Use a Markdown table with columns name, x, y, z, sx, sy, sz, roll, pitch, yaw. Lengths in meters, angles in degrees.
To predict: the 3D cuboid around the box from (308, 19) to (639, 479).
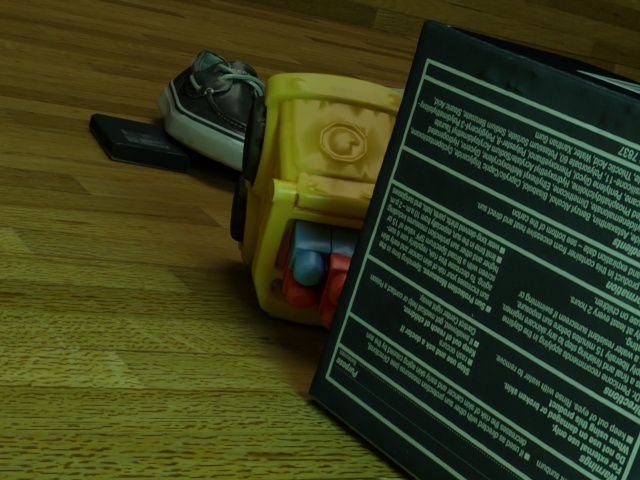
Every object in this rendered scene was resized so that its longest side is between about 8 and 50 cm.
| name | x | y | z | sx | sy | sz | roll | pitch | yaw |
| --- | --- | --- | --- | --- | --- | --- | --- | --- | --- |
| box | 0.177 | 0.039 | 0.862 | 0.183 | 0.294 | 0.296 | 6 | 19 | -41 |

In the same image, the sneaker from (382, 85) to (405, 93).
| name | x | y | z | sx | sy | sz | roll | pitch | yaw |
| --- | --- | --- | --- | --- | --- | --- | --- | --- | --- |
| sneaker | 0.027 | -0.139 | 1.685 | 0.295 | 0.124 | 0.178 | 5 | 20 | 28 |

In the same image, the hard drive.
| name | x | y | z | sx | sy | sz | roll | pitch | yaw |
| --- | --- | --- | --- | --- | --- | --- | --- | --- | --- |
| hard drive | -0.219 | -0.119 | 1.525 | 0.094 | 0.022 | 0.135 | 9 | 17 | -25 |

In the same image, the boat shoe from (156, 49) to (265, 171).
| name | x | y | z | sx | sy | sz | roll | pitch | yaw |
| --- | --- | --- | --- | --- | --- | --- | --- | --- | --- |
| boat shoe | -0.129 | -0.174 | 1.594 | 0.121 | 0.119 | 0.335 | 26 | 9 | -28 |

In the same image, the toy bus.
| name | x | y | z | sx | sy | sz | roll | pitch | yaw |
| --- | --- | --- | --- | --- | --- | --- | --- | --- | --- |
| toy bus | 0.000 | 0.000 | 1.096 | 0.149 | 0.220 | 0.211 | 8 | 49 | -9 |
